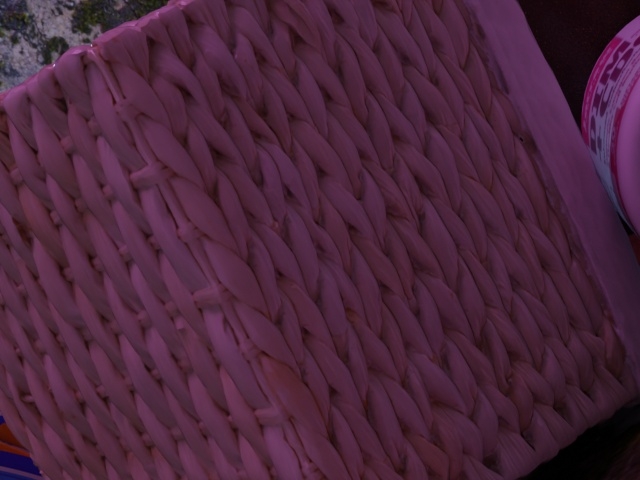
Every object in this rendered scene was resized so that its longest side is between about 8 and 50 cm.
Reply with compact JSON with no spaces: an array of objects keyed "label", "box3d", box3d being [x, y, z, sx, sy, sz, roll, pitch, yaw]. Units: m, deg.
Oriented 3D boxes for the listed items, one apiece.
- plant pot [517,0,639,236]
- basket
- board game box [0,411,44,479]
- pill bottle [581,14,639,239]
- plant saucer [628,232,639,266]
[{"label":"plant pot","box3d":[0.199,-0.110,1.274,0.215,0.230,0.215,-38,6,5]},{"label":"basket","box3d":[-0.033,0.015,1.026,0.266,0.331,0.328,-32,8,-34]},{"label":"board game box","box3d":[-0.348,0.156,1.506,0.356,0.356,0.356,-70,15,-14]},{"label":"pill bottle","box3d":[0.240,-0.066,1.041,0.160,0.160,0.283,-39,6,8]},{"label":"plant saucer","box3d":[0.181,0.049,1.162,0.198,0.036,0.198,-38,7,5]}]
